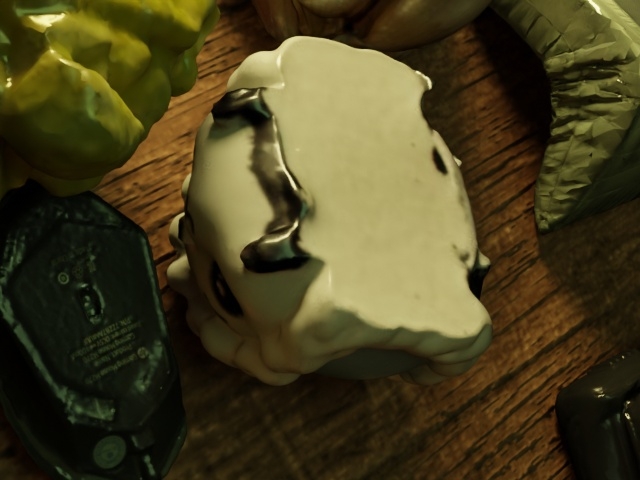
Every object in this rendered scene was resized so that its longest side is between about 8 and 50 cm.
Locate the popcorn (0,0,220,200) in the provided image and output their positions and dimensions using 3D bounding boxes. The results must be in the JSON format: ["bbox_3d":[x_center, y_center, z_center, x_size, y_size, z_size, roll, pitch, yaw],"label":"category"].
[{"bbox_3d":[-0.173,-0.137,0.716,0.241,0.235,0.250,24,37,-7],"label":"popcorn"}]

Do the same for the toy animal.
[{"bbox_3d":[0.000,0.000,0.859,0.204,0.156,0.208,4,58,-33],"label":"toy animal"}]

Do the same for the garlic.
[{"bbox_3d":[0.026,-0.226,0.936,0.214,0.160,0.191,42,57,-28],"label":"garlic"}]

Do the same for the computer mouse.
[{"bbox_3d":[-0.141,0.055,0.794,0.105,0.062,0.192,-23,97,-40],"label":"computer mouse"}]

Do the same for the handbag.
[{"bbox_3d":[0.319,0.186,1.096,0.275,0.088,0.244,-18,92,-40],"label":"handbag"}]

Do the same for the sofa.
[{"bbox_3d":[0.217,-0.154,1.117,0.210,0.176,0.225,-21,61,-39],"label":"sofa"}]
